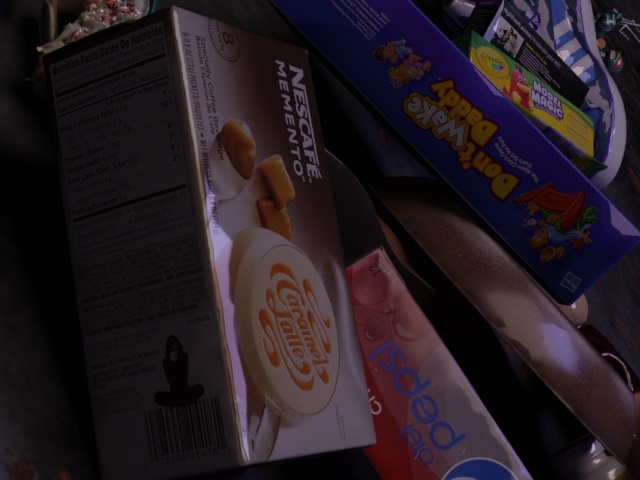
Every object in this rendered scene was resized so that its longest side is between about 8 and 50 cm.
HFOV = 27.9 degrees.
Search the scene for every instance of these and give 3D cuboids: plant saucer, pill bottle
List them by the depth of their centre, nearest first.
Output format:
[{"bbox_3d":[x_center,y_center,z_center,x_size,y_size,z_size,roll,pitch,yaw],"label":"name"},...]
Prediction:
[{"bbox_3d":[0.159,0.052,1.066,0.310,0.050,0.310,46,4,-5],"label":"plant saucer"},{"bbox_3d":[0.251,0.230,1.131,0.116,0.065,0.065,60,26,8],"label":"pill bottle"}]

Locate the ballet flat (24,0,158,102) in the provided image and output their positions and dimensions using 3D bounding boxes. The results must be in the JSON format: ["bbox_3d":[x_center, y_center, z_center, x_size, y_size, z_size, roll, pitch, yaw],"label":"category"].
[{"bbox_3d":[-0.148,-0.162,0.885,0.077,0.091,0.241,13,33,-9],"label":"ballet flat"}]

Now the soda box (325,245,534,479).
[{"bbox_3d":[0.063,0.141,0.850,0.092,0.083,0.263,-33,90,-21],"label":"soda box"}]

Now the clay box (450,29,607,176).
[{"bbox_3d":[0.177,-0.118,1.301,0.222,0.127,0.053,28,56,-35],"label":"clay box"}]

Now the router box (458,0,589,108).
[{"bbox_3d":[0.220,-0.171,1.479,0.179,0.046,0.133,39,73,-33],"label":"router box"}]

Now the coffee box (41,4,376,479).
[{"bbox_3d":[-0.061,0.008,0.738,0.141,0.098,0.246,8,70,-59],"label":"coffee box"}]

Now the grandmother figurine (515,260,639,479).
[{"bbox_3d":[0.279,0.158,1.237,0.342,0.104,0.208,62,0,18],"label":"grandmother figurine"}]

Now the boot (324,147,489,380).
[{"bbox_3d":[0.000,0.000,0.951,0.305,0.112,0.115,43,9,-35],"label":"boot"}]

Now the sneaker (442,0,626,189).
[{"bbox_3d":[0.244,-0.223,1.613,0.236,0.130,0.322,10,62,-33],"label":"sneaker"}]

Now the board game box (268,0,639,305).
[{"bbox_3d":[0.110,-0.096,1.083,0.347,0.078,0.233,46,4,8],"label":"board game box"}]

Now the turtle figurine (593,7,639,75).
[{"bbox_3d":[0.412,-0.331,2.002,0.234,0.118,0.175,37,13,-4],"label":"turtle figurine"}]
